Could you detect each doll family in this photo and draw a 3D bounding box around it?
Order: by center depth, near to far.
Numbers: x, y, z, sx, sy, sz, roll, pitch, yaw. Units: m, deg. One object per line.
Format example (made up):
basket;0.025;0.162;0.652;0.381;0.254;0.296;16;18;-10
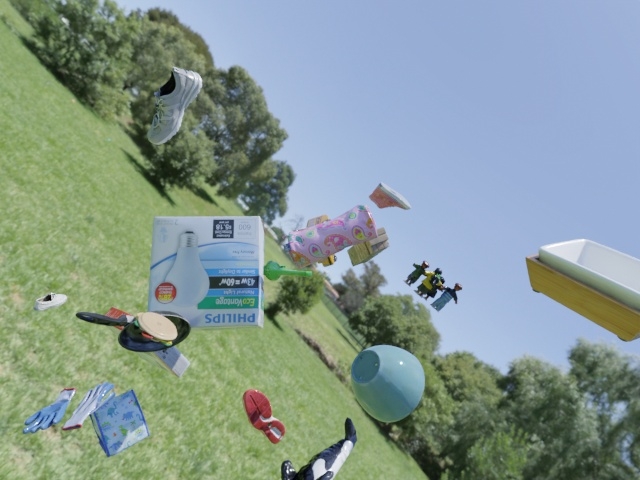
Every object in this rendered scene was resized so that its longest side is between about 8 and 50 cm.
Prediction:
doll family;0.352;0.137;1.346;0.193;0.111;0.076;39;8;-30

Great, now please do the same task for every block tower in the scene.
block tower;0.215;0.038;2.030;0.335;0.097;0.091;125;-55;-71

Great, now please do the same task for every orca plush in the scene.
orca plush;-0.027;0.462;0.881;0.102;0.287;0.151;32;-44;18

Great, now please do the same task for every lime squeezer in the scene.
lime squeezer;-0.126;0.086;1.349;0.310;0.109;0.059;179;-104;-72

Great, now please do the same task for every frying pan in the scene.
frying pan;-0.525;0.250;1.219;0.325;0.197;0.053;13;41;-38

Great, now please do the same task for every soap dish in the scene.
soap dish;0.666;0.107;1.023;0.291;0.228;0.118;40;-50;51

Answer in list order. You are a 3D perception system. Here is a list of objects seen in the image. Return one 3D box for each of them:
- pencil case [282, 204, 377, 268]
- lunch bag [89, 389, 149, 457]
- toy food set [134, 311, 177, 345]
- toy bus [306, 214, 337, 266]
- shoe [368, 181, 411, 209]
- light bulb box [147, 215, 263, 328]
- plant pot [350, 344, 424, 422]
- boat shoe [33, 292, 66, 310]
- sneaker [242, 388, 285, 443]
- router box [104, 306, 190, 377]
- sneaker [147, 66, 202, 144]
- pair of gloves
pencil case;0.031;-0.014;1.343;0.124;0.283;0.124;-21;90;-88
lunch bag;-0.608;0.555;1.327;0.151;0.128;0.096;57;-42;16
toy food set;-0.312;0.166;0.833;0.083;0.020;0.082;32;7;-25
toy bus;0.000;0.000;1.903;0.333;0.130;0.108;-82;155;-64
shoe;0.276;-0.156;1.746;0.177;0.081;0.064;30;28;-27
light bulb box;-0.371;0.120;1.483;0.225;0.357;0.362;104;-15;-77
plant pot;0.229;0.525;1.701;0.195;0.290;0.290;42;-5;-34
boat shoe;-0.752;0.164;1.223;0.035;0.035;0.100;28;17;13
sneaker;-0.208;0.536;1.361;0.128;0.087;0.221;4;-55;45
router box;-0.796;0.466;2.000;0.300;0.082;0.336;11;-39;32
sneaker;-0.516;-0.454;1.459;0.105;0.281;0.115;45;18;32
pair of gloves;-0.605;0.404;1.065;0.159;0.198;0.023;-81;159;-69
